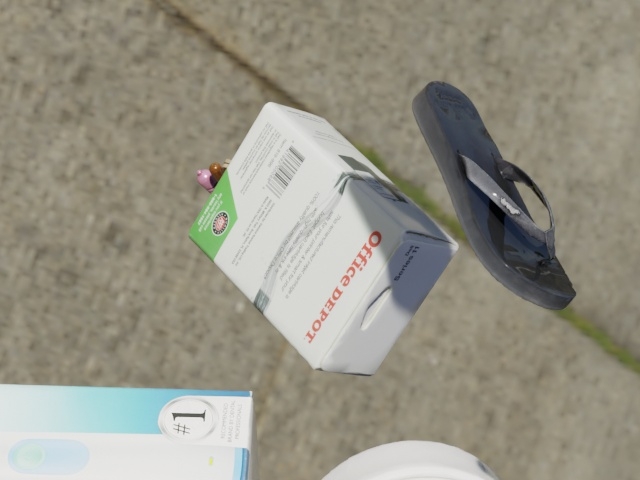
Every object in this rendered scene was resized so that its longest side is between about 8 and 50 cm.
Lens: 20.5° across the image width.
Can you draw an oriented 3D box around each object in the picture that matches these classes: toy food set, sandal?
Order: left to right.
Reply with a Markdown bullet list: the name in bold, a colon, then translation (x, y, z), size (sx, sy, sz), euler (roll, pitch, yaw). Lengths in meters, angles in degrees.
- **toy food set**: translation (-0.102, -0.062, 1.984), size (0.019, 0.078, 0.122), euler (-64, -173, -19)
- **sandal**: translation (0.162, -0.048, 1.641), size (0.097, 0.254, 0.054), euler (-2, 148, -50)

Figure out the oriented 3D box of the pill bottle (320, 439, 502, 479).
- **pill bottle**: translation (0.064, 0.228, 0.897), size (0.161, 0.283, 0.161), euler (-3, 112, -6)

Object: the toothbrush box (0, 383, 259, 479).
- **toothbrush box**: translation (-0.187, 0.199, 0.995), size (0.126, 0.296, 0.216), euler (88, 5, -51)

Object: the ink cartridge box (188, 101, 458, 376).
- **ink cartridge box**: translation (0.000, 0.000, 1.563), size (0.087, 0.208, 0.153), euler (12, 117, -49)
